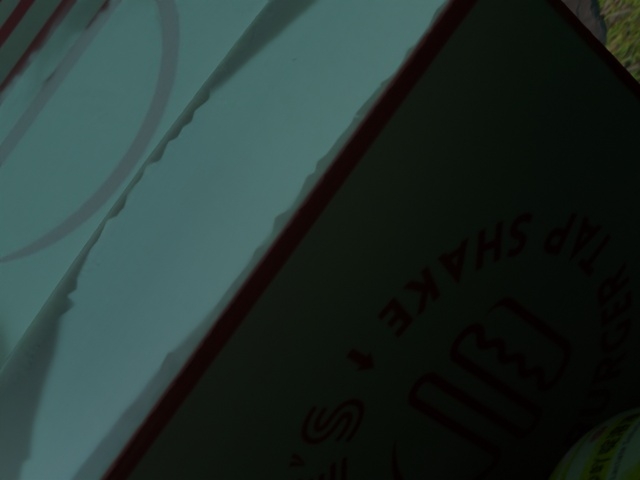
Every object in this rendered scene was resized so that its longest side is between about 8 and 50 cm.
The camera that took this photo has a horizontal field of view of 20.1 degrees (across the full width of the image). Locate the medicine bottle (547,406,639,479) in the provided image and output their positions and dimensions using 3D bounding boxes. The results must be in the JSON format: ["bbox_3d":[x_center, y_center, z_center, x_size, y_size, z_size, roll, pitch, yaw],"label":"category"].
[{"bbox_3d":[0.135,0.124,0.701,0.212,0.122,0.122,-25,35,53],"label":"medicine bottle"}]

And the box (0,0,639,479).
[{"bbox_3d":[-0.029,0.004,0.846,0.300,0.314,0.312,38,92,41],"label":"box"}]
